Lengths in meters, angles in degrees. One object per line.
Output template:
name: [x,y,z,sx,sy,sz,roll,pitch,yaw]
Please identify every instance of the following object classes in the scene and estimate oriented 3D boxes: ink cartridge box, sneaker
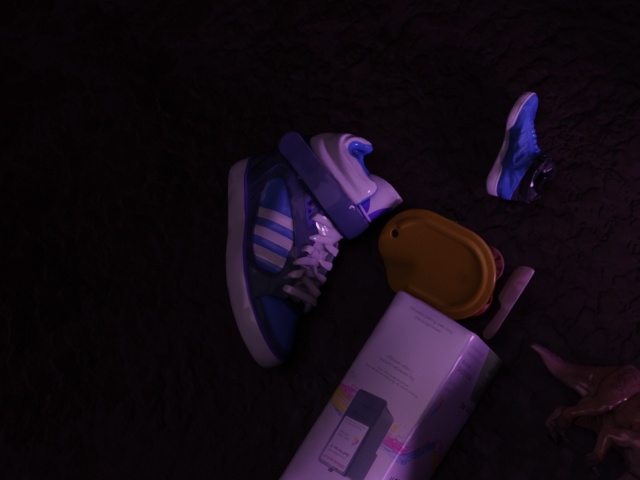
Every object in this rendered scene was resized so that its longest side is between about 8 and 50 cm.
ink cartridge box: [0.076,0.257,1.467,0.119,0.207,0.353,31,87,24]
sneaker: [0.290,-0.124,1.588,0.085,0.058,0.152,19,85,27]
sneaker: [0.000,0.000,1.606,0.236,0.130,0.322,-14,65,18]

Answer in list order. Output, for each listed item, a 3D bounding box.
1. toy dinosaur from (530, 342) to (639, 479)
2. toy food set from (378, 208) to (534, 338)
toy dinosaur: [0.397,0.216,1.431,0.200,0.127,0.295,-38,55,-4]
toy food set: [0.184,0.038,1.579,0.218,0.071,0.128,30,109,25]
